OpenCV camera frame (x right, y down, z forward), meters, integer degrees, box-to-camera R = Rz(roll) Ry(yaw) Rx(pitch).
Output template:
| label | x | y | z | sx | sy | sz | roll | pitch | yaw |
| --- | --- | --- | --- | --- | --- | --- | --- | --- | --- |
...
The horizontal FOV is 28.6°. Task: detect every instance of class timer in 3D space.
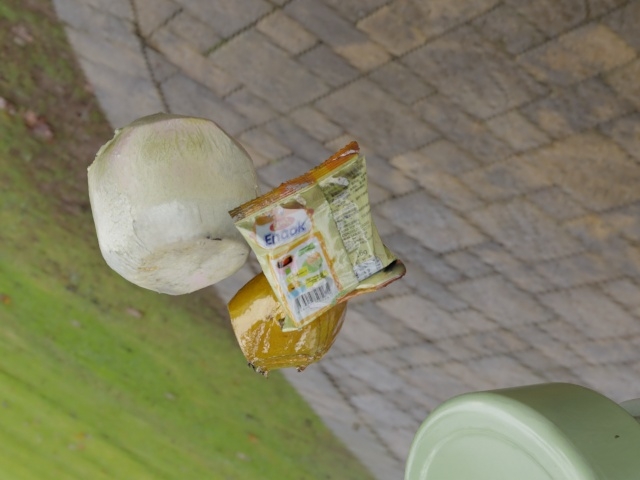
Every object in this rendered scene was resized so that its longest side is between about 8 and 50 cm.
| label | x | y | z | sx | sy | sz | roll | pitch | yaw |
| --- | --- | --- | --- | --- | --- | --- | --- | --- | --- |
| timer | 0.288 | 0.257 | 1.272 | 0.291 | 0.315 | 0.290 | 20 | 117 | 47 |

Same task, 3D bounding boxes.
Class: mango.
| label | x | y | z | sx | sy | sz | roll | pitch | yaw |
| --- | --- | --- | --- | --- | --- | --- | --- | --- | --- |
| mango | -0.039 | 0.087 | 1.531 | 0.126 | 0.154 | 0.252 | 63 | 165 | 13 |

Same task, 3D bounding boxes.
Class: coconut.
| label | x | y | z | sx | sy | sz | roll | pitch | yaw |
| --- | --- | --- | --- | --- | --- | --- | --- | --- | --- |
| coconut | -0.195 | -0.060 | 1.645 | 0.227 | 0.230 | 0.227 | -14 | 153 | -7 |

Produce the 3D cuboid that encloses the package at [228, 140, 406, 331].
| label | x | y | z | sx | sy | sz | roll | pitch | yaw |
| --- | --- | --- | --- | --- | --- | --- | --- | --- | --- |
| package | 0.001 | 0.002 | 0.918 | 0.031 | 0.108 | 0.120 | 42 | 158 | 54 |
